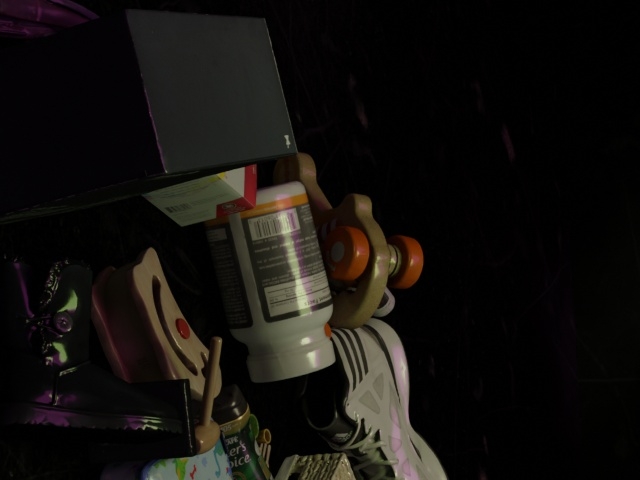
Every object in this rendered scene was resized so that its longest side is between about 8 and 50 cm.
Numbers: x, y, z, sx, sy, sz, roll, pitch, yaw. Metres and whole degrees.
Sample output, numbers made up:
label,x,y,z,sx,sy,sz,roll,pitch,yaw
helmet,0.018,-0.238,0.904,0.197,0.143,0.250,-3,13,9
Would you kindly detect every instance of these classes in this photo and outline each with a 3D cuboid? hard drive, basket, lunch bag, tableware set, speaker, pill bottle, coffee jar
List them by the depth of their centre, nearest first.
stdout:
label,x,y,z,sx,sy,sz,roll,pitch,yaw
hard drive,-0.220,0.220,1.755,0.022,0.135,0.094,-5,89,-74
lunch bag,-0.187,0.336,1.851,0.219,0.090,0.176,-31,110,-64
coffee jar,-0.127,0.294,1.988,0.079,0.096,0.184,-96,167,-76
tableware set,-0.097,0.339,2.130,0.104,0.024,0.154,56,32,-41
pill bottle,-0.072,0.061,2.148,0.162,0.162,0.278,-21,99,-66
basket,0.005,0.421,2.220,0.167,0.103,0.113,68,24,-19
speaker,0.086,0.083,2.627,0.136,0.055,0.055,53,34,-46

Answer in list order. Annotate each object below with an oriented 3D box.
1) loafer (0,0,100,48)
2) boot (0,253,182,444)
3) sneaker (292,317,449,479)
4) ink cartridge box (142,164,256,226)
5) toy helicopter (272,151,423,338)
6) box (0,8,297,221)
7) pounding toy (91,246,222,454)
label,x,y,z,sx,sy,sz,roll,pitch,yaw
loafer,-0.377,-0.260,1.715,0.302,0.109,0.095,16,83,-57
boot,-0.270,0.126,1.673,0.246,0.094,0.207,11,68,-33
sneaker,0.064,0.354,2.366,0.257,0.169,0.447,-3,74,-58
ink cartridge box,-0.186,-0.121,2.016,0.176,0.128,0.127,42,42,-55
toy helicopter,0.000,0.000,2.312,0.140,0.235,0.355,8,39,-36
box,-0.246,-0.138,1.658,0.343,0.312,0.179,-18,95,-67
pounding toy,-0.173,0.133,1.833,0.269,0.155,0.154,67,17,5
